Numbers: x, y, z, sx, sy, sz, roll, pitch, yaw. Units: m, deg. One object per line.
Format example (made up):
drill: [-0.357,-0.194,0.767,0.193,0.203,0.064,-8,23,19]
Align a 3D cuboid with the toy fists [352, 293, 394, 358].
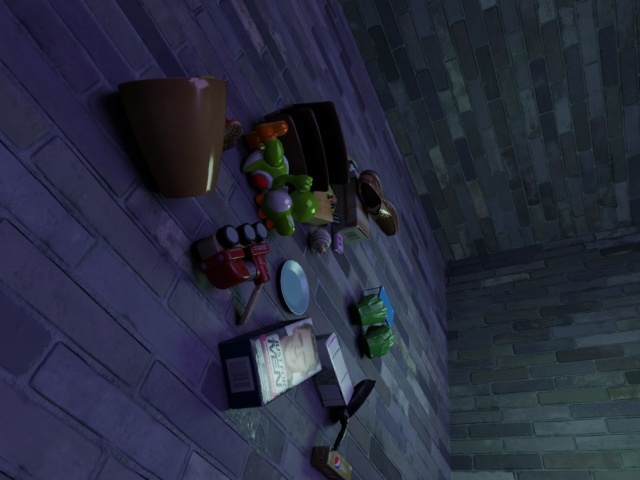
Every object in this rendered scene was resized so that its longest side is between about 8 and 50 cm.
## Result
toy fists: [0.236,0.374,1.992,0.096,0.142,0.279,-6,-80,70]

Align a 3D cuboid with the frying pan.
frying pan: [0.090,0.609,1.596,0.053,0.197,0.326,42,51,7]

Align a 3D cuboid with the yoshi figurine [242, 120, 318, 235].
yoshi figurine: [-0.113,-0.200,1.494,0.203,0.203,0.362,-32,110,-71]

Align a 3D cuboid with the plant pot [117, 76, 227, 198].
plant pot: [-0.320,-0.232,1.054,0.237,0.237,0.254,-35,123,-64]

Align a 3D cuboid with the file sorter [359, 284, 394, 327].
file sorter: [0.264,0.319,2.127,0.170,0.104,0.118,64,28,-24]

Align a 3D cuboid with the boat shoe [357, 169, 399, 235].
boat shoe: [0.248,-0.154,2.035,0.324,0.122,0.120,59,33,-18]

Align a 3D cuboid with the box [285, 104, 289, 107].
box: [-0.115,-0.501,1.848,0.083,0.018,0.067,41,42,-52]

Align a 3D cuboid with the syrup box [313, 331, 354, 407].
syrup box: [0.029,0.446,1.567,0.096,0.093,0.237,-36,109,-64]

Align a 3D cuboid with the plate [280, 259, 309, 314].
plate: [-0.093,0.160,1.541,0.188,0.024,0.188,41,41,-50]

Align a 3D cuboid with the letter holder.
letter holder: [-0.036,-0.309,1.572,0.152,0.214,0.302,-38,125,-41]

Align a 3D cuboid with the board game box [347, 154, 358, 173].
board game box: [0.142,-0.350,2.287,0.170,0.048,0.141,26,54,-60]

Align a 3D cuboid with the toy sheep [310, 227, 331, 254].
toy sheep: [0.000,0.000,1.758,0.091,0.091,0.132,55,18,-39]

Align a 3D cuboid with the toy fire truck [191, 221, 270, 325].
toy fire truck: [-0.215,0.096,1.200,0.217,0.158,0.246,-13,79,-66]

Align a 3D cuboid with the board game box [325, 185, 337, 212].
board game box: [0.009,-0.211,1.933,0.181,0.043,0.092,60,29,-32]

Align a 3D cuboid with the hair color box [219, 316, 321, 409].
hair color box: [-0.127,0.331,1.281,0.347,0.105,0.174,-2,79,-66]

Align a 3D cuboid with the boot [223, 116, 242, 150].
boot: [-0.270,-0.323,1.298,0.059,0.158,0.085,-17,87,-26]

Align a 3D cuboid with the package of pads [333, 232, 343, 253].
package of pads: [0.076,0.013,1.971,0.050,0.032,0.083,43,40,-53]

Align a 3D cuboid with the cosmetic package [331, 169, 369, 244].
cosmetic package: [0.137,-0.150,2.072,0.153,0.129,0.296,39,43,-52]

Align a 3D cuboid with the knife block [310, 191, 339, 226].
knife block: [-0.008,-0.097,1.780,0.242,0.088,0.276,60,28,-31]

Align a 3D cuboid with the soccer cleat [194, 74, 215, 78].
soccer cleat: [-0.325,-0.336,1.262,0.121,0.093,0.289,95,-10,-62]

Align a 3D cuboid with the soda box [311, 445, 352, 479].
soda box: [0.038,0.732,1.474,0.181,0.061,0.058,57,31,-36]
